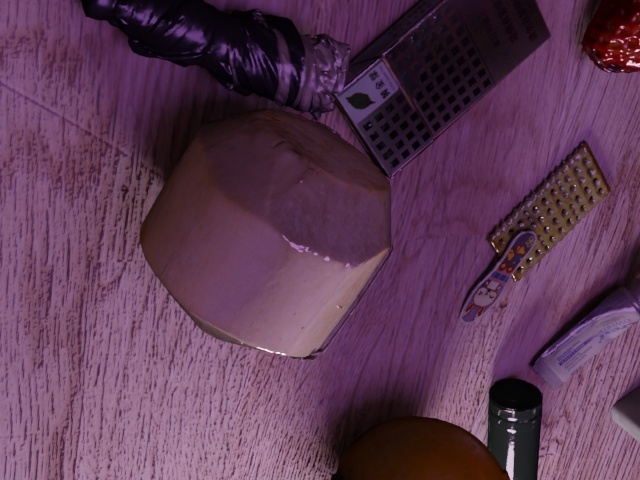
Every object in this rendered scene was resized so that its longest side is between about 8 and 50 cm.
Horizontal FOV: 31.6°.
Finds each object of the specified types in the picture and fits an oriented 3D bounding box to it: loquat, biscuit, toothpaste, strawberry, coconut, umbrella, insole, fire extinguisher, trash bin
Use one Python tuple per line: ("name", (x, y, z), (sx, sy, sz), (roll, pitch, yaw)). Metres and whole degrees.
("loquat", (0.179, 0.450, 1.821), (0.360, 0.328, 0.328), (15, 108, -18))
("biscuit", (0.383, -0.045, 1.881), (0.231, 0.016, 0.139), (-43, 132, -4))
("toothpaste", (0.509, 0.158, 2.057), (0.282, 0.068, 0.099), (-42, 104, 3))
("strawberry", (0.506, -0.345, 1.691), (0.244, 0.205, 0.205), (-38, 134, 18))
("coconut", (-0.071, 0.000, 1.414), (0.323, 0.323, 0.322), (-16, 124, -25))
("umbrella", (-0.127, -0.249, 1.393), (0.358, 0.106, 0.113), (16, 97, -30))
("insole", (0.296, 0.062, 1.879), (0.065, 0.004, 0.197), (23, 109, -39))
("fire extinguisher", (0.357, 0.400, 2.062), (0.095, 0.115, 0.311), (-62, 156, -55))
("trash bin", (0.655, 0.348, 2.210), (0.116, 0.130, 0.059), (-30, 129, -16))

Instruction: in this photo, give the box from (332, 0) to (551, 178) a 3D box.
("box", (0.171, -0.255, 1.600), (0.325, 0.047, 0.180), (-42, 130, -7))
